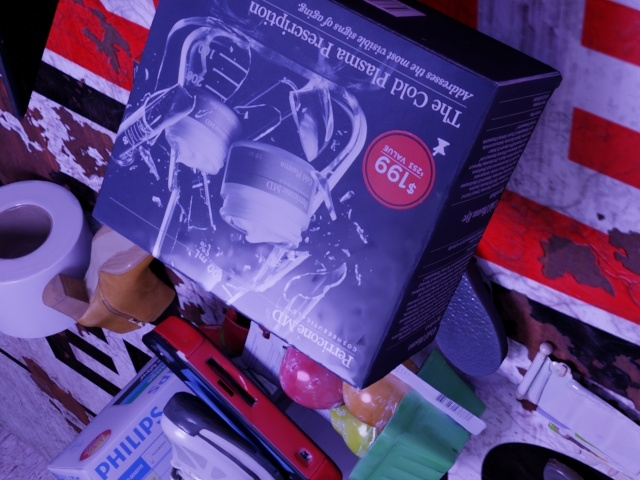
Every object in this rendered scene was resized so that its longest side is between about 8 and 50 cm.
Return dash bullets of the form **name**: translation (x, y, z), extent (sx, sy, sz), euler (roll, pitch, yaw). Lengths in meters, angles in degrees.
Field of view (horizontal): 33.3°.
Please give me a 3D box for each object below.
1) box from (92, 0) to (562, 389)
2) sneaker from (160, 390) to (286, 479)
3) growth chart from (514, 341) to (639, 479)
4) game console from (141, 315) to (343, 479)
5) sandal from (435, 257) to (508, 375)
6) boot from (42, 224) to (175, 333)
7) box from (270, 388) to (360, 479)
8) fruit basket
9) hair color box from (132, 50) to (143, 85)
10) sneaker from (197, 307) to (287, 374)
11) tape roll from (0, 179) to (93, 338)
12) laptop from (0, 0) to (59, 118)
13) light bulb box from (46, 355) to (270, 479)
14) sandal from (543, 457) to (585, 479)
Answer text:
- **box**: translation (-0.004, -0.089, 1.037), extent (0.343, 0.179, 0.313), euler (31, 115, 21)
- **sneaker**: translation (-0.187, 0.440, 1.728), extent (0.169, 0.257, 0.447), euler (34, 163, 38)
- **growth chart**: translation (0.348, 0.236, 1.352), extent (0.237, 0.021, 0.172), euler (37, 152, 11)
- **game console**: translation (-0.139, 0.280, 1.755), extent (0.386, 0.060, 0.342), euler (46, 161, -4)
- **sandal**: translation (0.175, 0.058, 1.309), extent (0.097, 0.054, 0.255), euler (3, 123, 41)
- **boot**: translation (-0.320, 0.060, 1.876), extent (0.211, 0.295, 0.104), euler (26, -143, -52)
- **box**: translation (-0.016, 0.341, 1.889), extent (0.170, 0.091, 0.130), euler (48, 151, -10)
- **fruit basket**: translation (0.052, 0.202, 1.534), extent (0.353, 0.165, 0.327), euler (38, 152, 11)
- **hair color box**: translation (-0.184, -0.191, 1.420), extent (0.141, 0.043, 0.072), euler (36, 150, 11)
- **sneaker**: translation (-0.128, 0.147, 1.789), extent (0.279, 0.107, 0.118), euler (-3, 110, 49)
- **tape roll**: translation (-0.532, 0.034, 1.964), extent (0.246, 0.246, 0.169), euler (27, 149, 27)
- **laptop**: translation (-0.453, -0.423, 1.257), extent (0.236, 0.408, 0.382), euler (3, 145, 1)
- **light bulb box**: translation (-0.245, 0.425, 2.016), extent (0.361, 0.358, 0.225), euler (52, 150, -14)
- **sandal**: translation (0.339, 0.384, 1.524), extent (0.090, 0.060, 0.219), euler (32, 150, 20)
